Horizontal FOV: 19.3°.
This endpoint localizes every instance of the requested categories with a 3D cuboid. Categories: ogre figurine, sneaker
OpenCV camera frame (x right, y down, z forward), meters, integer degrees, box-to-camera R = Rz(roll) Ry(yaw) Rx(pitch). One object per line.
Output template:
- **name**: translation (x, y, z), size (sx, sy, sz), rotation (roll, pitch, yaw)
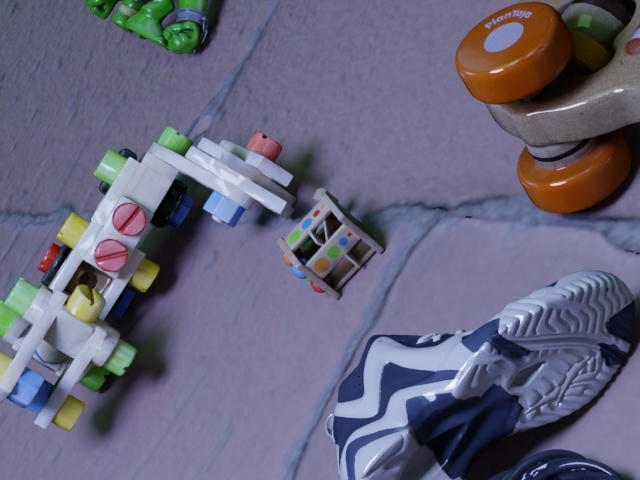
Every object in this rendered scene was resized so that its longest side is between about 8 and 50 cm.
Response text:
- **ogre figurine**: translation (-0.170, -0.271, 2.001), size (0.118, 0.097, 0.197), rotation (-62, 21, 2)
- **sneaker**: translation (0.097, 0.086, 1.312), size (0.235, 0.094, 0.153), rotation (-45, 28, 1)

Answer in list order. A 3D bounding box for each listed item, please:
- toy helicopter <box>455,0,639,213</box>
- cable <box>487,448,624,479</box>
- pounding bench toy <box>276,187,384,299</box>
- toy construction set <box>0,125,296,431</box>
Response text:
- **toy helicopter**: translation (0.278, -0.174, 1.365), size (0.355, 0.140, 0.235), rotation (-16, 36, 27)
- **cable**: translation (0.147, 0.209, 1.183), size (0.150, 0.047, 0.184), rotation (-49, 28, -7)
- **pounding bench toy**: translation (0.000, 0.000, 1.557), size (0.065, 0.052, 0.083), rotation (-47, 32, 6)
- **toy construction set**: translation (-0.173, 0.011, 1.664), size (0.328, 0.151, 0.215), rotation (-44, 7, -5)
